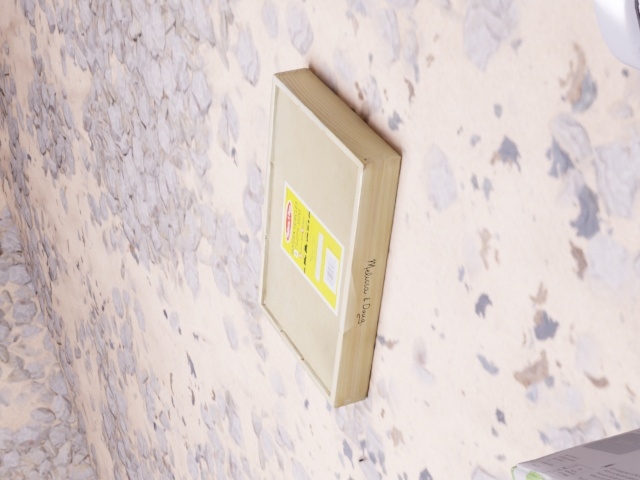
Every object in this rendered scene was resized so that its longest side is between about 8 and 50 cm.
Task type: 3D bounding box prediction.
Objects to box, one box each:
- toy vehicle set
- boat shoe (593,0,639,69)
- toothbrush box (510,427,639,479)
[{"bbox_3d":[0.000,0.000,1.032,0.166,0.035,0.266,50,144,44],"label":"toy vehicle set"},{"bbox_3d":[0.200,-0.193,0.431,0.105,0.113,0.306,43,124,41],"label":"boat shoe"},{"bbox_3d":[0.205,0.236,0.551,0.206,0.122,0.283,105,150,-82],"label":"toothbrush box"}]
